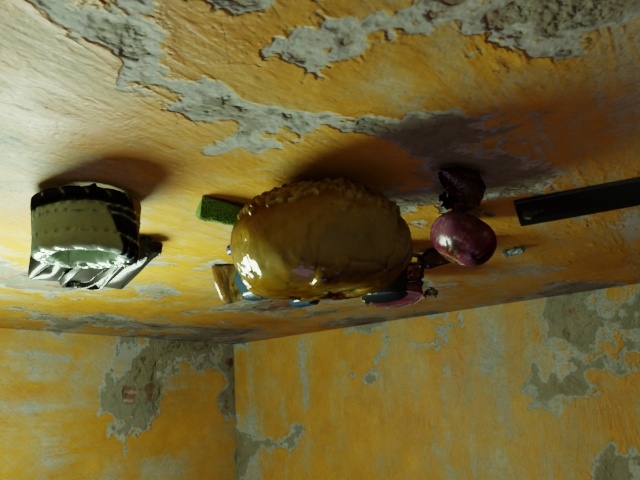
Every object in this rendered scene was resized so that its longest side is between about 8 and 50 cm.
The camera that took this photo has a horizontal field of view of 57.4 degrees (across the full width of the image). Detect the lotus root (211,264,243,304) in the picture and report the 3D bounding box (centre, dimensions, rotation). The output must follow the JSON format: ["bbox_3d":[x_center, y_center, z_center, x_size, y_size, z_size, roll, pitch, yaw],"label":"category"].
[{"bbox_3d":[-0.282,0.139,1.962,0.095,0.135,0.159,-15,175,29],"label":"lotus root"}]

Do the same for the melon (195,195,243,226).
[{"bbox_3d":[-0.207,-0.049,1.422,0.114,0.053,0.261,-8,165,40],"label":"melon"}]

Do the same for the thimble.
[{"bbox_3d":[-0.504,-0.022,1.250,0.237,0.150,0.237,-3,165,-1],"label":"thimble"}]

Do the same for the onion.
[{"bbox_3d":[0.377,-0.008,1.546,0.177,0.154,0.177,2,180,0],"label":"onion"}]

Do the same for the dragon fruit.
[{"bbox_3d":[0.280,0.157,2.146,0.282,0.147,0.211,-8,155,1],"label":"dragon fruit"}]

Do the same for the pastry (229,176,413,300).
[{"bbox_3d":[0.000,0.000,1.282,0.409,0.245,0.409,-4,168,-1],"label":"pastry"}]

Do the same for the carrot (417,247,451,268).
[{"bbox_3d":[0.415,0.045,1.889,0.069,0.069,0.228,11,157,-43],"label":"carrot"}]

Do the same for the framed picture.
[{"bbox_3d":[0.690,-0.098,1.551,0.323,0.013,0.244,-10,163,20],"label":"framed picture"}]

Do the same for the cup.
[{"bbox_3d":[0.220,0.102,1.838,0.223,0.177,0.169,-4,161,1],"label":"cup"}]

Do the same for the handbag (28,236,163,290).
[{"bbox_3d":[-0.598,0.050,1.567,0.257,0.114,0.285,-27,154,38],"label":"handbag"}]

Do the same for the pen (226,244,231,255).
[{"bbox_3d":[-0.157,0.001,1.637,0.268,0.033,0.033,-14,162,32],"label":"pen"}]

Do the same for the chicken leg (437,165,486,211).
[{"bbox_3d":[0.316,-0.114,1.308,0.105,0.063,0.234,-12,161,9],"label":"chicken leg"}]

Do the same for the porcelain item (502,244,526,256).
[{"bbox_3d":[0.664,0.036,1.990,0.083,0.028,0.036,-20,174,41],"label":"porcelain item"}]

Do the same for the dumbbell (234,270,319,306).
[{"bbox_3d":[-0.127,0.136,1.918,0.144,0.160,0.324,-43,148,20],"label":"dumbbell"}]
